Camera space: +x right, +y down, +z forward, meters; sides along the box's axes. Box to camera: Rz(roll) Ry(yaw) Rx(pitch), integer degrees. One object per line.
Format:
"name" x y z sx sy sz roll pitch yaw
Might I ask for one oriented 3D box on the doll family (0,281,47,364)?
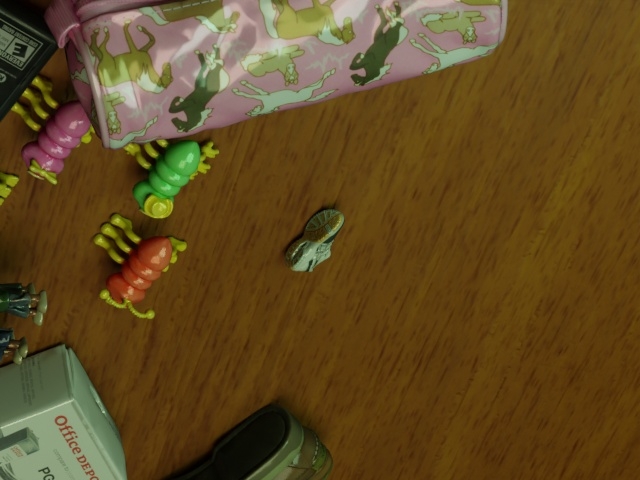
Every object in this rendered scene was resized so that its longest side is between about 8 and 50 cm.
"doll family" -0.342 0.079 1.705 0.111 0.076 0.193 2 143 -24

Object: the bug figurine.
"bug figurine" -0.227 -0.038 1.664 0.279 0.072 0.216 22 120 -29

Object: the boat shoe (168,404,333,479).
"boat shoe" -0.121 0.313 1.954 0.307 0.111 0.104 -35 128 13

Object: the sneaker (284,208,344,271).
"sneaker" 0.000 0.000 1.790 0.037 0.032 0.083 17 128 -43

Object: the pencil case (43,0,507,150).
"pencil case" -0.037 -0.193 1.527 0.386 0.160 0.167 -16 107 -4

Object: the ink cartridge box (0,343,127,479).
"ink cartridge box" -0.330 0.222 1.835 0.218 0.092 0.158 -22 131 1

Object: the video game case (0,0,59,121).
"video game case" -0.408 -0.157 1.525 0.275 0.035 0.248 30 115 -27
